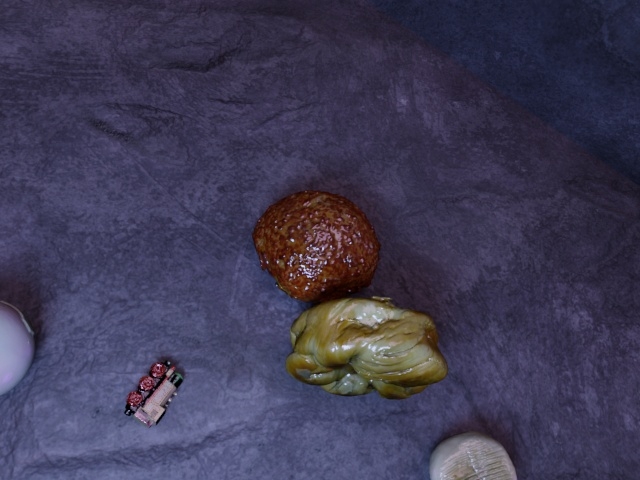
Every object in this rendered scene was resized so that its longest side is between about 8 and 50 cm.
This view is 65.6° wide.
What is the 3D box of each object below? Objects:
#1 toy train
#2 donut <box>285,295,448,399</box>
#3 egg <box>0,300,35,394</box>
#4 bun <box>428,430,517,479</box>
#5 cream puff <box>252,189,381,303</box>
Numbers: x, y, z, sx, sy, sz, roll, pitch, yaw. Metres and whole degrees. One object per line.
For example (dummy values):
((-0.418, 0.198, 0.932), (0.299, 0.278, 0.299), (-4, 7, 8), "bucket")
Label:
((-0.355, 0.328, 1.071), (0.087, 0.050, 0.138), (36, 54, -2), "toy train")
((0.102, 0.248, 1.092), (0.361, 0.360, 0.169), (12, 60, -12), "donut")
((-0.647, 0.202, 0.943), (0.183, 0.217, 0.183), (10, 54, -14), "egg")
((0.340, 0.540, 1.142), (0.193, 0.128, 0.178), (-15, 66, -14), "bun")
((0.000, 0.004, 1.284), (0.351, 0.228, 0.350), (8, 57, -12), "cream puff")
